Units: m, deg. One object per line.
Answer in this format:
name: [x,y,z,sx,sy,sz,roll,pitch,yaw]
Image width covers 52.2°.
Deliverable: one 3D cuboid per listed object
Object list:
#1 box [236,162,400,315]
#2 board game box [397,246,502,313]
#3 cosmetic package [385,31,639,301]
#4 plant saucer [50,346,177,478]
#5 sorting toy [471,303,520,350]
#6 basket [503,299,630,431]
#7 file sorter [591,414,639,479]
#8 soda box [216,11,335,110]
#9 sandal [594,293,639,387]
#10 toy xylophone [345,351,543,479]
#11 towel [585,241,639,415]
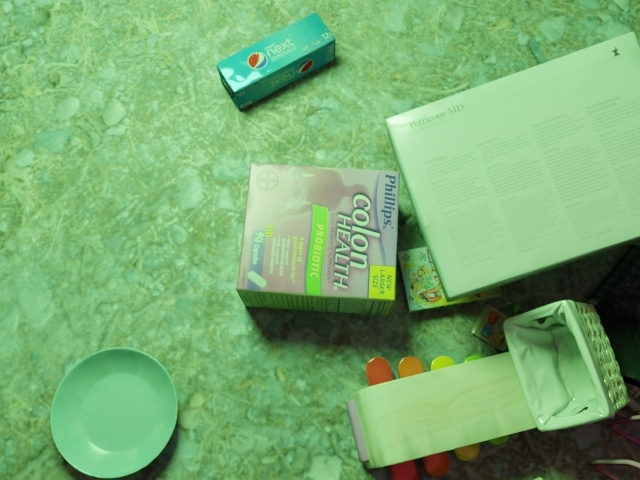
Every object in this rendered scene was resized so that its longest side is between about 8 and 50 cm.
box: [0.000,0.000,1.057,0.243,0.117,0.213,4,72,1]
board game box: [0.211,0.058,1.084,0.154,0.026,0.103,-10,72,-3]
cosmetic package: [0.318,-0.102,0.956,0.378,0.097,0.284,-18,79,6]
plant saucer: [-0.315,0.265,1.014,0.195,0.037,0.194,0,71,0]
sorting toy: [0.292,0.131,1.067,0.062,0.012,0.083,30,75,10]
basket: [0.357,0.177,0.943,0.103,0.113,0.167,1,67,-45]
file sorter: [0.444,0.406,0.882,0.182,0.202,0.290,28,74,12]
soda box: [-0.078,-0.326,1.188,0.210,0.067,0.071,-30,74,-9]
sandal: [0.617,0.190,0.946,0.446,0.107,0.167,14,69,6]
toy xylophone: [0.205,0.280,0.983,0.323,0.081,0.236,-5,72,-1]
towel: [0.594,0.158,1.046,0.324,0.056,0.312,41,74,14]
